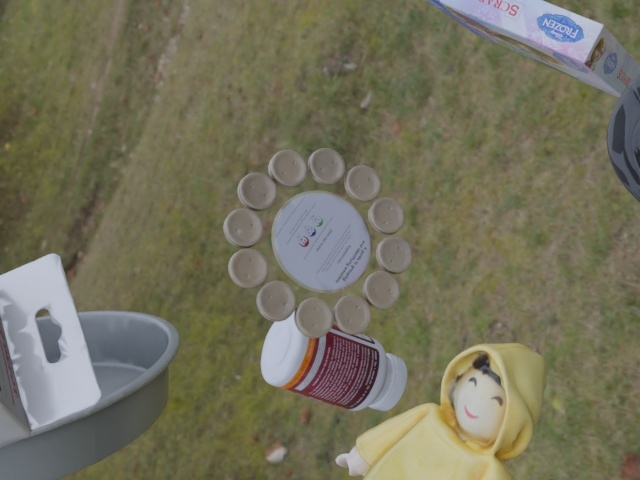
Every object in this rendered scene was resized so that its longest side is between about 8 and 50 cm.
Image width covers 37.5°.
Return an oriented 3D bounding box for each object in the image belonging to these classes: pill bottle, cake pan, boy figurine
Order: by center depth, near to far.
[{"bbox_3d":[0.084,0.204,0.740,0.285,0.092,0.177,-51,43,9],"label":"boy figurine"},{"bbox_3d":[-0.258,0.132,0.786,0.293,0.293,0.054,-157,56,-65],"label":"cake pan"},{"bbox_3d":[0.017,0.139,1.045,0.086,0.152,0.086,-43,35,41],"label":"pill bottle"}]

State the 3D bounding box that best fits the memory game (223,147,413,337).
[{"bbox_3d":[0.000,0.000,0.873,0.012,0.186,0.186,140,139,-64],"label":"memory game"}]

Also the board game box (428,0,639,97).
[{"bbox_3d":[0.350,-0.349,1.568,0.318,0.318,0.066,31,103,27],"label":"board game box"}]

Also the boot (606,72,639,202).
[{"bbox_3d":[0.397,-0.004,0.639,0.377,0.284,0.138,38,119,22],"label":"boot"}]

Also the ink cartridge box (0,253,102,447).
[{"bbox_3d":[-0.213,0.062,0.465,0.061,0.181,0.104,80,166,-57],"label":"ink cartridge box"}]
